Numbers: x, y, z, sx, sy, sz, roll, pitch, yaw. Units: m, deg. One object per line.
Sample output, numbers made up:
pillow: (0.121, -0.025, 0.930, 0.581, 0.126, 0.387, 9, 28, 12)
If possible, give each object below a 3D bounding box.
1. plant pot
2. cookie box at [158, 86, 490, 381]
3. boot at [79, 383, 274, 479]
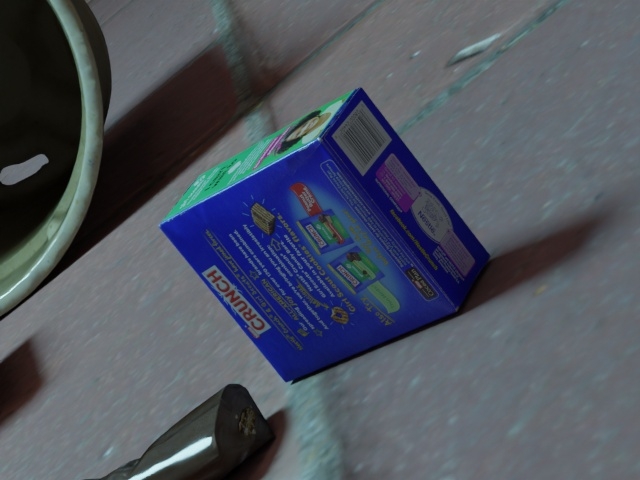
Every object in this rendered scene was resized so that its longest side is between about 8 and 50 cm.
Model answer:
plant pot: (-0.300, -0.113, 1.464, 0.334, 0.334, 0.305, -38, 5, 11)
cookie box: (0.000, 0.000, 0.784, 0.107, 0.092, 0.040, -25, 19, 43)
boot: (-0.074, 0.109, 0.772, 0.114, 0.037, 0.106, -30, 20, 20)
